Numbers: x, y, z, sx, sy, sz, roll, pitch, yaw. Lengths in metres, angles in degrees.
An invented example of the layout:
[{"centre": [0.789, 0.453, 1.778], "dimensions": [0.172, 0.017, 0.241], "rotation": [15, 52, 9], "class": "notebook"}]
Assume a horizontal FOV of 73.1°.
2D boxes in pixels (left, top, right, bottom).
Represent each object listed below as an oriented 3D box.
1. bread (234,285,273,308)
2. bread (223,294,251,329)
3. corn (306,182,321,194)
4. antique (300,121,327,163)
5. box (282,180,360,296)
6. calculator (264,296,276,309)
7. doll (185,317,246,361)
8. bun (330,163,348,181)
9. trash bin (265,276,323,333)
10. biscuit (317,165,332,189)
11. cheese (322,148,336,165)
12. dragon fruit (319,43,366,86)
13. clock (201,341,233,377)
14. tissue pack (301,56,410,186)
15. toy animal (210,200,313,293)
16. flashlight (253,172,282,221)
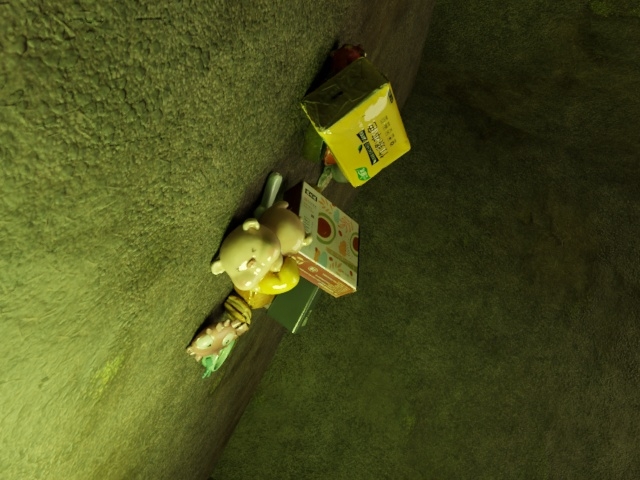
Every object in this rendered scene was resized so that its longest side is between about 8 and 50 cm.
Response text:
[{"centre": [-0.234, 0.138, 1.849], "dimensions": [0.312, 0.172, 0.312], "rotation": [-57, 172, -13], "class": "bread"}, {"centre": [-0.345, 0.307, 1.828], "dimensions": [0.077, 0.116, 0.200], "rotation": [-53, 167, -23], "class": "bread"}, {"centre": [-0.109, -0.133, 1.949], "dimensions": [0.363, 0.120, 0.120], "rotation": [-56, 168, -35], "class": "corn"}, {"centre": [-0.011, -0.434, 1.777], "dimensions": [0.080, 0.081, 0.221], "rotation": [-56, 167, -46], "class": "antique"}, {"centre": [0.000, 0.000, 1.815], "dimensions": [0.122, 0.385, 0.344], "rotation": [-25, -135, 36], "class": "box"}, {"centre": [-0.198, 0.172, 2.027], "dimensions": [0.048, 0.220, 0.329], "rotation": [33, 87, -50], "class": "calculator"}, {"centre": [-0.401, 0.378, 1.678], "dimensions": [0.262, 0.093, 0.211], "rotation": [-8, 137, -48], "class": "doll"}, {"centre": [0.162, -0.435, 2.277], "dimensions": [0.283, 0.179, 0.283], "rotation": [6, 90, -74], "class": "bun"}, {"centre": [-0.103, 0.258, 1.870], "dimensions": [0.225, 0.165, 0.115], "rotation": [-61, 159, 7], "class": "trash bin"}, {"centre": [0.045, -0.375, 2.383], "dimensions": [0.265, 0.040, 0.188], "rotation": [-59, 170, -33], "class": "biscuit"}, {"centre": [0.064, -0.453, 1.988], "dimensions": [0.217, 0.129, 0.329], "rotation": [-64, 170, 1], "class": "cheese"}, {"centre": [0.083, -0.637, 1.611], "dimensions": [0.208, 0.133, 0.150], "rotation": [-38, 137, 13], "class": "dragon fruit"}, {"centre": [-0.458, 0.500, 1.890], "dimensions": [0.211, 0.066, 0.159], "rotation": [-61, 170, -13], "class": "clock"}, {"centre": [0.144, -0.426, 1.621], "dimensions": [0.293, 0.228, 0.382], "rotation": [-36, 149, 4], "class": "tissue pack"}, {"centre": [-0.190, 0.032, 1.465], "dimensions": [0.345, 0.277, 0.247], "rotation": [-45, 153, -2], "class": "toy animal"}, {"centre": [-0.197, -0.158, 1.599], "dimensions": [0.200, 0.047, 0.093], "rotation": [-69, 163, 13], "class": "flashlight"}]
